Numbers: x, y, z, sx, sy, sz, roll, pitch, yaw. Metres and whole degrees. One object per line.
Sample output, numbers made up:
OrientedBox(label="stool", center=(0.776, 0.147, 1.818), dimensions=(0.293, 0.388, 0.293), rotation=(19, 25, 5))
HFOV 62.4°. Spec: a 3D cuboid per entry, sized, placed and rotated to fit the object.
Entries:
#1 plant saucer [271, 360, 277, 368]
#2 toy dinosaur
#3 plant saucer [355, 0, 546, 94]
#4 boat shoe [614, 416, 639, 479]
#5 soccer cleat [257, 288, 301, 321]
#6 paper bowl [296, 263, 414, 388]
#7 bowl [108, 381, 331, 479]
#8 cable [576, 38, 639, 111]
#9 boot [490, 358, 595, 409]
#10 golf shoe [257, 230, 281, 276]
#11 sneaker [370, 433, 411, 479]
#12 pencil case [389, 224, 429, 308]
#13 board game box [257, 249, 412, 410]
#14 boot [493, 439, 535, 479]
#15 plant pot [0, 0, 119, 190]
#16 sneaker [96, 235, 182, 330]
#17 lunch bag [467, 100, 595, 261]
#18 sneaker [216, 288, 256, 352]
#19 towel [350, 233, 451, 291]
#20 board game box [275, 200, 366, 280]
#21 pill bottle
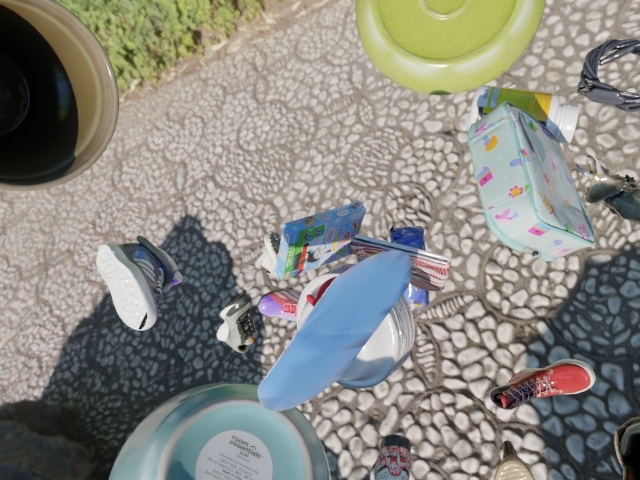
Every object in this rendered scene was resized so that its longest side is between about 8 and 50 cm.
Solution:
OrientedBox(label="plant saucer", center=(-0.155, 0.473, 1.930), dimensions=(0.083, 0.015, 0.083), rotation=(-19, 58, 33))
OrientedBox(label="toy dinosaur", center=(0.708, -0.074, 1.159), dimensions=(0.313, 0.160, 0.121), rotation=(36, 120, 26))
OrientedBox(label="plant saucer", center=(0.158, -0.308, 0.667), dimensions=(0.240, 0.037, 0.241), rotation=(0, 90, 16))
OrientedBox(label="boat shoe", center=(0.464, 0.283, 0.703), dimensions=(0.116, 0.324, 0.123), rotation=(48, 113, 15))
OrientedBox(label="soccer cleat", center=(-0.078, 0.255, 1.948), dimensions=(0.116, 0.318, 0.109), rotation=(33, 106, 53))
OrientedBox(label="paper bowl", center=(0.063, 0.207, 1.228), dimensions=(0.284, 0.148, 0.284), rotation=(11, 110, 33))
OrientedBox(label="bowl", center=(-0.112, 0.309, 0.664), dimensions=(0.163, 0.311, 0.312), rotation=(117, 155, -54))
OrientedBox(label="cable", center=(0.608, -0.324, 1.029), dimensions=(0.184, 0.047, 0.151), rotation=(20, 76, 32))
OrientedBox(label="boot", center=(0.561, 0.380, 1.356), dimensions=(0.244, 0.176, 0.088), rotation=(-36, 74, 55))
OrientedBox(label="golf shoe", center=(-0.128, 0.044, 1.360), dimensions=(0.086, 0.176, 0.069), rotation=(-4, 51, 13))
OrientedBox(label="sneaker", center=(0.156, 0.575, 1.202), dimensions=(0.090, 0.270, 0.145), rotation=(7, 40, 7))
OrientedBox(label="pencil case", center=(0.320, 0.096, 1.901), dimensions=(0.133, 0.306, 0.119), rotation=(-18, 18, -30))
OrientedBox(label="board game box", center=(0.006, 0.067, 0.439), dimensions=(0.033, 0.133, 0.169), rotation=(41, 104, 29))
OrientedBox(label="boot", center=(0.405, 0.503, 1.132), dimensions=(0.090, 0.248, 0.207), rotation=(-9, 21, 14))
OrientedBox(label="plant pot", center=(-0.574, -0.263, 0.940), dimensions=(0.280, 0.323, 0.323), rotation=(15, 73, 43))
OrientedBox(label="sneaker", center=(-0.467, 0.120, 1.499), dimensions=(0.323, 0.236, 0.130), rotation=(44, 113, 33))
OrientedBox(label="lunch bag", center=(0.387, -0.098, 0.975), dimensions=(0.108, 0.224, 0.279), rotation=(-31, 53, 41))
OrientedBox(label="sneaker", center=(-0.223, 0.231, 1.499), dimensions=(0.108, 0.271, 0.100), rotation=(40, 56, 15))
OrientedBox(label="towel", center=(0.204, 0.065, 1.334), dimensions=(0.237, 0.329, 0.037), rotation=(13, 78, 13))
OrientedBox(label="board game box", center=(0.000, 0.000, 1.253), dimensions=(0.211, 0.160, 0.039), rotation=(-20, 52, -31))
OrientedBox(label="pill bottle", center=(0.439, -0.268, 1.155), dimensions=(0.215, 0.117, 0.117), rotation=(12, 70, 17))
